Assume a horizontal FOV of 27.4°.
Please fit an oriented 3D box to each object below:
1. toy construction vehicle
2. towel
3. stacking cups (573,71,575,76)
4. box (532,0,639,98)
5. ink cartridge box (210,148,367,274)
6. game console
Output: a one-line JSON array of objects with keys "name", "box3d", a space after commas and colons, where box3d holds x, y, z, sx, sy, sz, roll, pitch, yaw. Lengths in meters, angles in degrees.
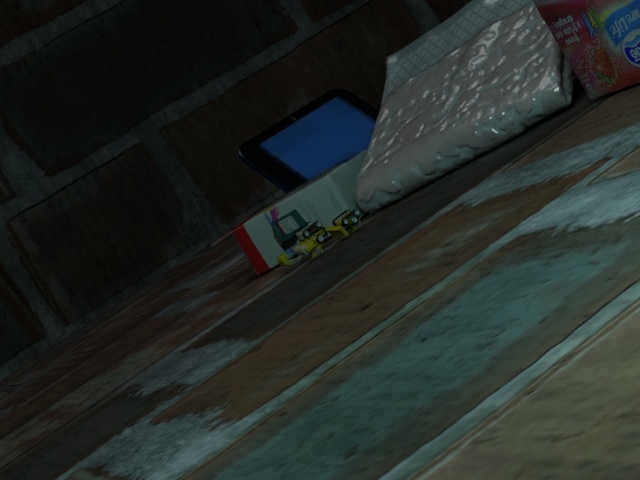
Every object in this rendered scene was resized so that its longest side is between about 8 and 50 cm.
[{"name": "toy construction vehicle", "box3d": [0.000, 0.000, 1.685, 0.098, 0.035, 0.086, -39, 19, -32]}, {"name": "towel", "box3d": [0.194, -0.214, 1.738, 0.332, 0.053, 0.317, -30, 33, 36]}, {"name": "stacking cups", "box3d": [0.366, -0.287, 1.836, 0.316, 0.096, 0.096, -33, 5, -6]}, {"name": "box", "box3d": [0.373, -0.267, 1.359, 0.154, 0.142, 0.300, -34, 6, -19]}, {"name": "ink cartridge box", "box3d": [-0.029, -0.031, 1.853, 0.231, 0.078, 0.134, -29, 6, 33]}, {"name": "game console", "box3d": [0.067, -0.166, 2.027, 0.250, 0.173, 0.293, -27, 8, 46]}]
